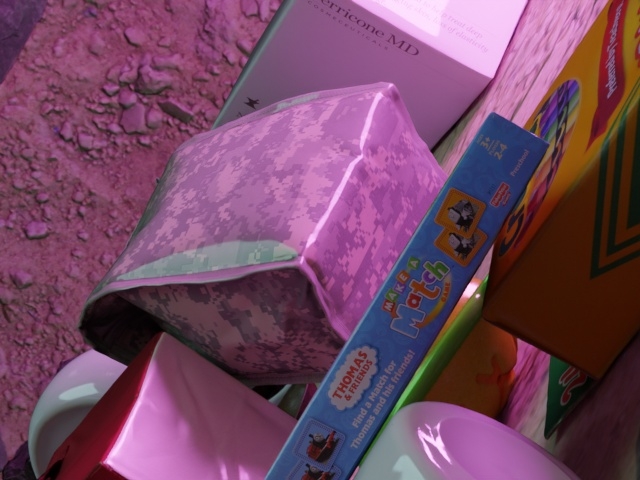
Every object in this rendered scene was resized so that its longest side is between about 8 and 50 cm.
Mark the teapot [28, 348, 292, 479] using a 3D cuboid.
[{"bbox_3d":[-0.169,0.192,2.052,0.187,0.256,0.252,-58,-9,-49],"label":"teapot"}]

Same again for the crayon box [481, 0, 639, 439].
[{"bbox_3d":[0.182,-0.067,1.061,0.318,0.081,0.202,-58,8,31],"label":"crayon box"}]

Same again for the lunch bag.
[{"bbox_3d":[-0.058,0.005,1.740,0.287,0.169,0.235,-6,42,35],"label":"lunch bag"}]

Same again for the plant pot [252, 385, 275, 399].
[{"bbox_3d":[-0.120,0.113,2.207,0.215,0.215,0.230,-81,7,-71],"label":"plant pot"}]

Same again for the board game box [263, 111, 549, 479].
[{"bbox_3d":[0.038,0.048,0.994,0.211,0.039,0.160,-59,-3,-11],"label":"board game box"}]

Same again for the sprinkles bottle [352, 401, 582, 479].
[{"bbox_3d":[0.003,0.250,0.931,0.355,0.121,0.121,-60,7,17],"label":"sprinkles bottle"}]

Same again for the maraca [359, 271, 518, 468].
[{"bbox_3d":[0.079,0.067,1.211,0.186,0.099,0.127,-55,-3,-9],"label":"maraca"}]

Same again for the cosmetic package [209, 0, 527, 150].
[{"bbox_3d":[0.046,-0.191,2.047,0.156,0.217,0.385,-64,5,-27],"label":"cosmetic package"}]

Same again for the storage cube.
[{"bbox_3d":[-0.132,0.234,1.675,0.193,0.215,0.184,-49,12,35],"label":"storage cube"}]

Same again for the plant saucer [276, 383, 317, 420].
[{"bbox_3d":[-0.041,0.206,1.858,0.168,0.029,0.168,-60,6,10],"label":"plant saucer"}]
